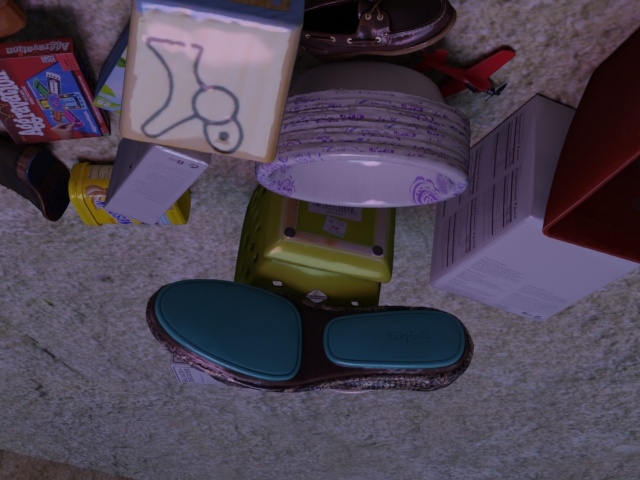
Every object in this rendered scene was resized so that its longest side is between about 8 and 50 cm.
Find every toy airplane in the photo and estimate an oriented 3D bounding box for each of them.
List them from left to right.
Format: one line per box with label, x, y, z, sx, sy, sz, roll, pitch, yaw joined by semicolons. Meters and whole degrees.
toy airplane;0.182;-0.222;1.548;0.151;0.028;0.151;6;153;3

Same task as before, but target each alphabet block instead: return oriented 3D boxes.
alphabet block;-0.123;-0.234;1.366;0.192;0.193;0.197;11;132;-5

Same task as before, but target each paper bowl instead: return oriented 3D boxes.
paper bowl;0.058;-0.142;1.558;0.284;0.148;0.284;4;168;1

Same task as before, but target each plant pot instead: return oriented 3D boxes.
plant pot;0.000;0.000;1.814;0.228;0.227;0.207;12;145;-9
plant pot;0.454;-0.129;1.440;0.267;0.235;0.267;15;152;-15

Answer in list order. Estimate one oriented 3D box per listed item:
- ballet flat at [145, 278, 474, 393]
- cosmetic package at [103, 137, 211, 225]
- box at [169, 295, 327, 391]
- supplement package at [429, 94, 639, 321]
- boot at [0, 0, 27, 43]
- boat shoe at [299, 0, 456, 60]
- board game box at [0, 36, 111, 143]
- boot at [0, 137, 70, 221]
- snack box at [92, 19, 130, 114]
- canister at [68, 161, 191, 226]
ballet flat;-0.020;0.168;1.740;0.483;0.164;0.182;6;149;-8
cosmetic package;-0.218;-0.119;1.597;0.085;0.117;0.231;19;151;-21
box;-0.131;0.191;2.252;0.290;0.169;0.087;4;152;8
supplement package;0.313;-0.037;1.684;0.199;0.198;0.263;18;150;-19
boot;-0.536;-0.311;1.491;0.283;0.109;0.220;-15;150;22
boat shoe;0.061;-0.268;1.441;0.207;0.073;0.073;-9;150;27
board game box;-0.388;-0.203;1.634;0.145;0.027;0.281;-4;163;-1
boot;-0.474;-0.107;1.897;0.106;0.082;0.219;25;159;12
snack box;-0.185;-0.216;1.601;0.207;0.070;0.174;20;151;-20
canister;-0.305;-0.074;1.895;0.170;0.073;0.126;1;152;9
